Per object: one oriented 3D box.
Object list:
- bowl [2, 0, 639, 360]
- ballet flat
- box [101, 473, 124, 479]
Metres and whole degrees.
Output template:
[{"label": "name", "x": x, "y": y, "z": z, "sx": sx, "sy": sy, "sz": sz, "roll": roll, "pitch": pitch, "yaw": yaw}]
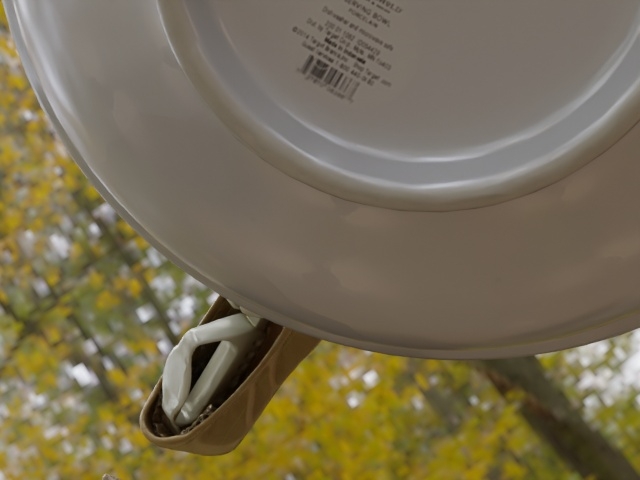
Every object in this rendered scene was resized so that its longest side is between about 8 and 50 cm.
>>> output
[{"label": "bowl", "x": 0.034, "y": -0.091, "z": 0.507, "sx": 0.298, "sy": 0.298, "sz": 0.134, "roll": -42, "pitch": 4, "yaw": 14}, {"label": "ballet flat", "x": -0.042, "y": 0.052, "z": 1.136, "sx": 0.073, "sy": 0.080, "sz": 0.232, "roll": 2, "pitch": -51, "yaw": -40}, {"label": "box", "x": -0.042, "y": 0.217, "z": 0.872, "sx": 0.021, "sy": 0.201, "sz": 0.164, "roll": 100, "pitch": -169, "yaw": -59}]
